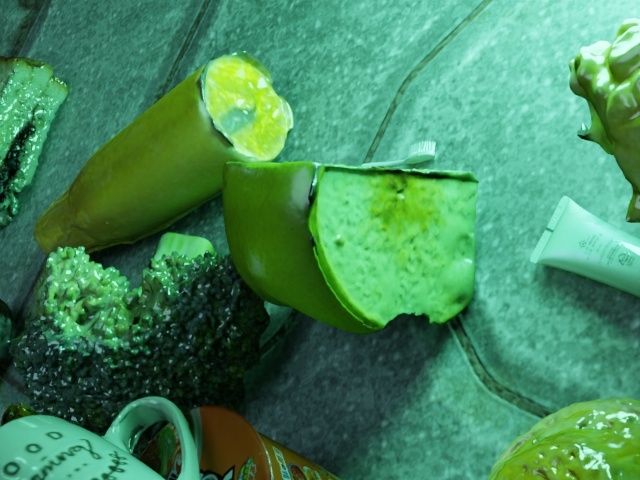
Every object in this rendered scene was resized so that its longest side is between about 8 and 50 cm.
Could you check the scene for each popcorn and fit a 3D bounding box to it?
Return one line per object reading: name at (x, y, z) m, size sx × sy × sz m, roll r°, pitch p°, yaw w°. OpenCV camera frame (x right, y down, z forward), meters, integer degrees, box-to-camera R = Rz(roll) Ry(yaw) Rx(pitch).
popcorn at (0.333, -0.112, 1.219) m, size 0.225 × 0.249 × 0.249 m, roll -15°, pitch 57°, yaw 22°

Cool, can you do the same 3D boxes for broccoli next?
broccoli at (-0.232, 0.099, 1.692) m, size 0.375 × 0.249 × 0.302 m, roll -30°, pitch 53°, yaw 39°

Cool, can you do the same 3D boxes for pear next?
pear at (0.000, 0.000, 1.506) m, size 0.282 × 0.286 × 0.176 m, roll 8°, pitch 94°, yaw 48°

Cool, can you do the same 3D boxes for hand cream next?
hand cream at (0.288, 0.017, 1.351) m, size 0.205 × 0.050 × 0.078 m, roll 30°, pitch 94°, yaw 54°

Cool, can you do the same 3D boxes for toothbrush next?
toothbrush at (0.039, -0.084, 1.683) m, size 0.257 × 0.018 × 0.024 m, roll -15°, pitch 56°, yaw 41°

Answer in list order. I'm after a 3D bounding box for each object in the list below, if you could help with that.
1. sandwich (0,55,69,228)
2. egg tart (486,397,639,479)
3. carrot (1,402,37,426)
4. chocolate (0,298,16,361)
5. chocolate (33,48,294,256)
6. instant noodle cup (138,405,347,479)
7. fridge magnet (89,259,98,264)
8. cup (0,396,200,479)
sandwich at (-0.574, -0.152, 2.275) m, size 0.262 × 0.131 × 0.325 m, roll 11°, pitch 75°, yaw 47°
egg tart at (0.228, 0.279, 1.210) m, size 0.319 × 0.128 × 0.319 m, roll -23°, pitch 52°, yaw 34°
carrot at (-0.394, 0.318, 1.889) m, size 0.069 × 0.069 × 0.229 m, roll -49°, pitch 42°, yaw 15°
chocolate at (-0.544, 0.193, 2.078) m, size 0.110 × 0.110 × 0.248 m, roll 33°, pitch 91°, yaw 49°
chocolate at (-0.235, -0.094, 1.890) m, size 0.445 × 0.162 × 0.162 m, roll -29°, pitch 50°, yaw 39°
instant noodle cup at (-0.076, 0.321, 1.452) m, size 0.250 × 0.192 × 0.250 m, roll -24°, pitch 53°, yaw 36°
fridge magnet at (-0.351, 0.095, 1.959) m, size 0.143 × 0.063 × 0.143 m, roll -21°, pitch 56°, yaw 36°
cup at (-0.203, 0.264, 1.357) m, size 0.234 × 0.186 × 0.258 m, roll 12°, pitch 51°, yaw 40°
